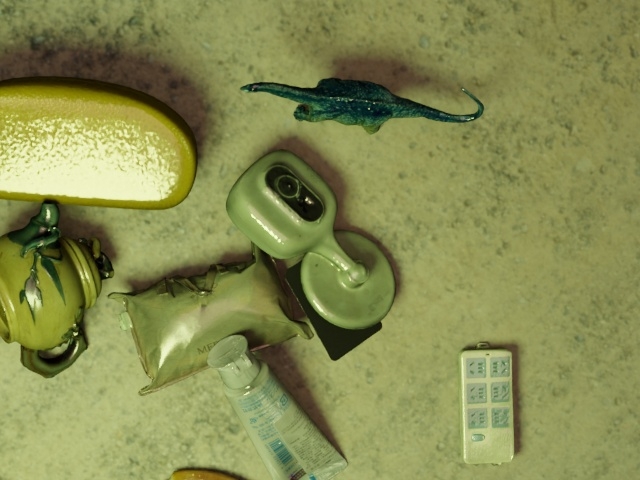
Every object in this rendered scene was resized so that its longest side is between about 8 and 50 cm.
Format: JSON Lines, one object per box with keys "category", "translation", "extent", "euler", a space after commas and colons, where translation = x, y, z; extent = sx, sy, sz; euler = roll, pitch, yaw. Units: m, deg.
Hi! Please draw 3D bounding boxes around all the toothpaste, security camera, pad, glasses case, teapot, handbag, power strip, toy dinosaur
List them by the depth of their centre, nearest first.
{"category": "teapot", "translation": [-0.381, 0.070, 1.599], "extent": [0.183, 0.173, 0.269], "euler": [-25, 123, -28]}
{"category": "glasses case", "translation": [-0.361, -0.145, 1.601], "extent": [0.371, 0.141, 0.173], "euler": [4, 104, -6]}
{"category": "toothpaste", "translation": [-0.068, 0.265, 1.642], "extent": [0.114, 0.073, 0.299], "euler": [-34, 121, -7]}
{"category": "handbag", "translation": [-0.165, 0.104, 1.642], "extent": [0.270, 0.117, 0.182], "euler": [-20, 84, -9]}
{"category": "toy dinosaur", "translation": [0.052, -0.201, 1.649], "extent": [0.363, 0.147, 0.076], "euler": [6, 92, -14]}
{"category": "security camera", "translation": [0.000, 0.000, 1.650], "extent": [0.301, 0.080, 0.157], "euler": [44, 54, -5]}
{"category": "pad", "translation": [0.020, 0.091, 1.689], "extent": [0.112, 0.003, 0.157], "euler": [-32, 95, -33]}
{"category": "power strip", "translation": [0.255, 0.255, 1.728], "extent": [0.081, 0.035, 0.192], "euler": [-1, 90, -6]}

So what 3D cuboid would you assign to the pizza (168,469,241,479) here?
{"category": "pizza", "translation": [-0.167, 0.446, 1.675], "extent": [0.185, 0.052, 0.195], "euler": [18, 89, -3]}
